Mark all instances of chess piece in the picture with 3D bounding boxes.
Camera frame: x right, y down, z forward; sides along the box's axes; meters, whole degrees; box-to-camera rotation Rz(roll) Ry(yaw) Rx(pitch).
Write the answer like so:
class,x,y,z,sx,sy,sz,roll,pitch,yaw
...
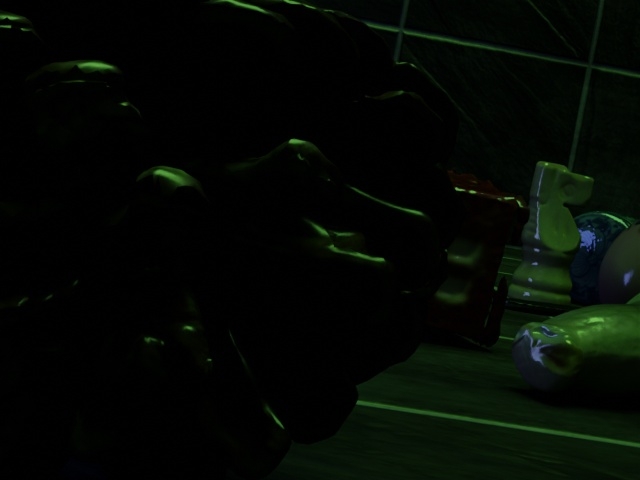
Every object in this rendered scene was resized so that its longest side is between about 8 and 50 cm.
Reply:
class,x,y,z,sx,sy,sz,roll,pitch,yaw
chess piece,0.325,-0.007,1.878,0.090,0.200,0.090,10,5,-1

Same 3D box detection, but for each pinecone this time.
class,x,y,z,sx,sy,sz,roll,pitch,yaw
pinecone,-0.086,-0.010,0.582,0.298,0.242,0.296,11,13,-13

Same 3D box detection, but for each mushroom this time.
class,x,y,z,sx,sy,sz,roll,pitch,yaw
mushroom,0.284,0.089,1.162,0.109,0.097,0.351,12,7,36

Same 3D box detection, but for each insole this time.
class,x,y,z,sx,sy,sz,roll,pitch,yaw
insole,0.377,0.103,1.800,0.309,0.012,0.110,9,5,-15

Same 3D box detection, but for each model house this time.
class,x,y,z,sx,sy,sz,roll,pitch,yaw
model house,0.048,-0.009,1.321,0.254,0.160,0.196,15,8,-17

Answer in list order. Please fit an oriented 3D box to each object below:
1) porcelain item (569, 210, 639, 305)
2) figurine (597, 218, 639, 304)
class,x,y,z,sx,sy,sz,roll,pitch,yaw
porcelain item,0.436,0.029,2.050,0.147,0.147,0.114,12,6,30
figurine,0.395,0.048,1.494,0.173,0.173,0.173,10,4,-1
